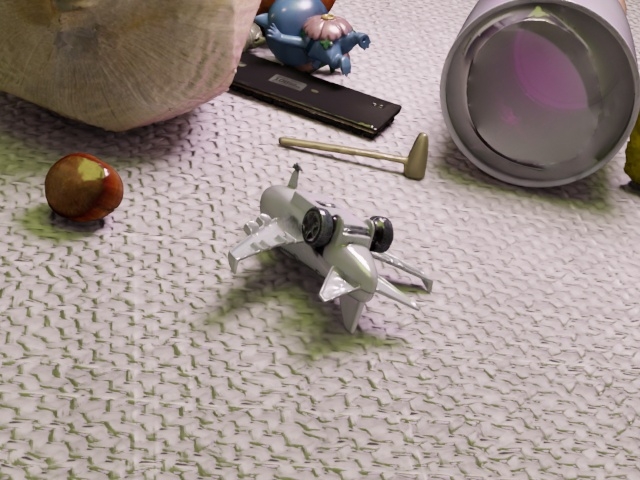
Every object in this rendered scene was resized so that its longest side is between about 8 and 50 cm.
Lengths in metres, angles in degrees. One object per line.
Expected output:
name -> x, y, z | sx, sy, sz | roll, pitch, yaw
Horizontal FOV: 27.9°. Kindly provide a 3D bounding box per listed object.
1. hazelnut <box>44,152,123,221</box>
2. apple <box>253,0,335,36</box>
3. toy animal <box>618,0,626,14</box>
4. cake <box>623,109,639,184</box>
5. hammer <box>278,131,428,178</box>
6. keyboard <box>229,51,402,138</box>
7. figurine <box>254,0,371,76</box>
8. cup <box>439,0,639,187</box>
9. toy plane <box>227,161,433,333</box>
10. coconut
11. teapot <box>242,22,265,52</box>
hazelnut -> -0.258, -0.055, 1.402 | 0.086, 0.086, 0.086 | 9, 28, -5
apple -> -0.070, -0.421, 1.999 | 0.230, 0.230, 0.230 | 9, 28, -5
toy animal -> 0.408, -0.380, 2.161 | 0.197, 0.171, 0.171 | 23, 29, 5
cake -> 0.544, -0.152, 1.755 | 0.260, 0.179, 0.156 | -19, 41, -42
hammer -> 0.042, -0.124, 1.657 | 0.195, 0.060, 0.028 | 9, 28, 4
keyboard -> -0.046, -0.214, 1.814 | 0.317, 0.027, 0.106 | 21, 33, 17
figurine -> -0.005, -0.280, 1.863 | 0.114, 0.144, 0.178 | -45, 48, -16
cup -> 0.311, -0.249, 1.773 | 0.253, 0.253, 0.371 | 15, 27, 7
toy plane -> 0.002, -0.004, 1.370 | 0.251, 0.101, 0.255 | 7, 26, -33
coconut -> -0.255, -0.324, 1.569 | 0.404, 0.404, 0.404 | 9, 28, -5
teapot -> -0.116, -0.301, 1.919 | 0.067, 0.057, 0.083 | 16, 23, 17
